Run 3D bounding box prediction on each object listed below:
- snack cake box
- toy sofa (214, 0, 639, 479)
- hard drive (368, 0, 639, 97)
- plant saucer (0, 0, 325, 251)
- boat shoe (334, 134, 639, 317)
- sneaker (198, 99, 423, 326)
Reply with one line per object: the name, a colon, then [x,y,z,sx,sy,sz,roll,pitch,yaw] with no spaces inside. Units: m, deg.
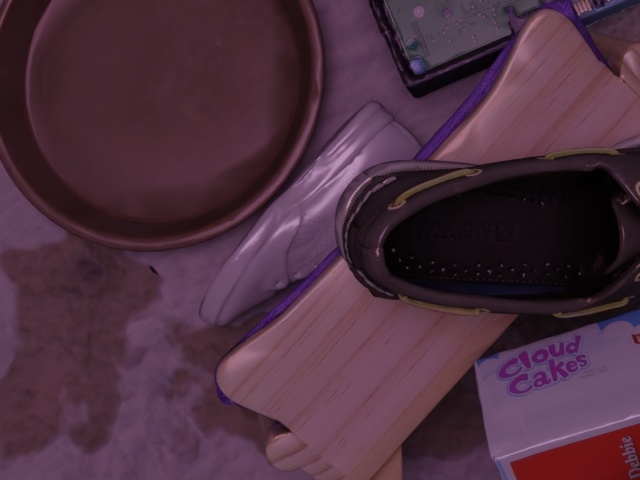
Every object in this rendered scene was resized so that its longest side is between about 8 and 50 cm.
snack cake box: [0.211,0.172,0.898,0.152,0.089,0.264,-17,128,10]
toy sofa: [0.092,0.009,0.955,0.177,0.150,0.362,40,95,-13]
hard drive: [0.112,-0.306,1.041,0.237,0.064,0.339,-24,82,9]
plant saucer: [-0.130,-0.128,1.089,0.278,0.041,0.277,-1,85,12]
boat shoe: [0.165,-0.005,0.837,0.305,0.091,0.109,-3,104,-7]
sneaker: [0.000,0.000,1.043,0.094,0.080,0.212,43,96,-5]
